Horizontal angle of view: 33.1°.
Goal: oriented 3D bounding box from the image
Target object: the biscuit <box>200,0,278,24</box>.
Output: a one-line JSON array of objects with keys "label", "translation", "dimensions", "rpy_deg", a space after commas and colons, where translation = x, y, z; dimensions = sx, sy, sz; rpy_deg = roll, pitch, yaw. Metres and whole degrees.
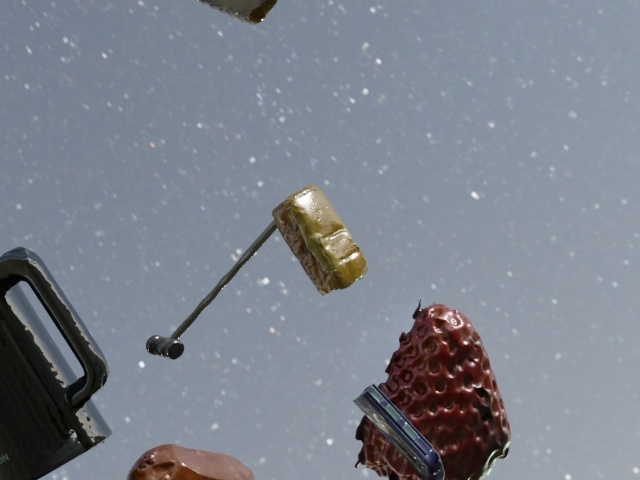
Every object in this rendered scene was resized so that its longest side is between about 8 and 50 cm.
[{"label": "biscuit", "translation": [-0.096, -0.336, 1.174], "dimensions": [0.172, 0.254, 0.029], "rpy_deg": [-56, -41, -3]}]

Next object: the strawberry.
[{"label": "strawberry", "translation": [0.210, 0.263, 1.641], "dimensions": [0.253, 0.150, 0.280], "rpy_deg": [31, -99, -41]}]

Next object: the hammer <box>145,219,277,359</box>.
[{"label": "hammer", "translation": [-0.139, 0.058, 1.539], "dimensions": [0.292, 0.058, 0.029], "rpy_deg": [-50, -53, -28]}]

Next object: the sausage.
[{"label": "sausage", "translation": [-0.206, 0.396, 1.708], "dimensions": [0.133, 0.133, 0.258], "rpy_deg": [-51, -34, 11]}]

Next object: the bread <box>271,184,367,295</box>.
[{"label": "bread", "translation": [0.000, 0.000, 1.284], "dimensions": [0.053, 0.132, 0.074], "rpy_deg": [-34, -7, 40]}]

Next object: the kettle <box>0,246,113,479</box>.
[{"label": "kettle", "translation": [-0.455, 0.198, 1.562], "dimensions": [0.203, 0.308, 0.262], "rpy_deg": [-28, -2, -33]}]

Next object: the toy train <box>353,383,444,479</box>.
[{"label": "toy train", "translation": [0.058, 0.134, 0.741], "dimensions": [0.017, 0.083, 0.017], "rpy_deg": [-41, -3, -42]}]
